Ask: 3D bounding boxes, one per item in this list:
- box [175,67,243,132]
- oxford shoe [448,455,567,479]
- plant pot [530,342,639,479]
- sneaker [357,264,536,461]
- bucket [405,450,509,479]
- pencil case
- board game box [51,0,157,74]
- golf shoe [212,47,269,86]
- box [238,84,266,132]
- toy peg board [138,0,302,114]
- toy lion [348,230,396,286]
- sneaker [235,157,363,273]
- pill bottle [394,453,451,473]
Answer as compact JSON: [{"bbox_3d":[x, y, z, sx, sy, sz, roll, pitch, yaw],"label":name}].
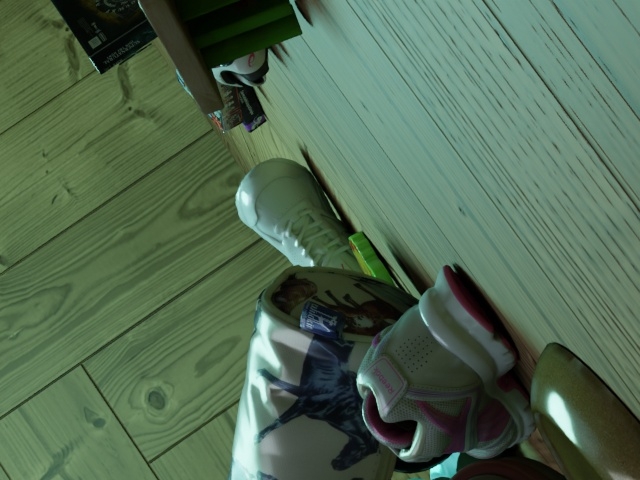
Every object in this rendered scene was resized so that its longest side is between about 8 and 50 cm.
[{"bbox_3d":[-0.121,-0.185,1.634,0.094,0.027,0.137,48,160,31],"label":"box"},{"bbox_3d":[0.228,0.280,1.090,0.348,0.123,0.130,53,-157,15],"label":"oxford shoe"},{"bbox_3d":[0.186,0.163,0.906,0.236,0.032,0.236,54,177,5],"label":"plant pot"},{"bbox_3d":[0.082,0.109,1.179,0.103,0.111,0.252,54,177,29],"label":"sneaker"},{"bbox_3d":[0.127,0.341,1.664,0.183,0.281,0.281,51,177,6],"label":"bucket"},{"bbox_3d":[-0.002,0.238,1.460,0.183,0.160,0.410,26,110,50],"label":"pencil case"},{"bbox_3d":[-0.182,-0.233,1.482,0.026,0.126,0.186,58,176,-39],"label":"board game box"},{"bbox_3d":[-0.082,-0.155,1.313,0.086,0.067,0.186,54,177,-6],"label":"golf shoe"},{"bbox_3d":[-0.112,-0.192,1.760,0.116,0.029,0.162,54,178,15],"label":"box"},{"bbox_3d":[-0.075,-0.187,0.975,0.161,0.079,0.160,65,-174,-69],"label":"toy peg board"},{"bbox_3d":[0.058,0.037,1.606,0.096,0.034,0.100,64,175,-10],"label":"toy lion"},{"bbox_3d":[0.000,0.000,1.705,0.115,0.090,0.232,43,178,46],"label":"sneaker"},{"bbox_3d":[0.077,0.157,1.673,0.122,0.123,0.219,56,179,-9],"label":"pill bottle"}]
